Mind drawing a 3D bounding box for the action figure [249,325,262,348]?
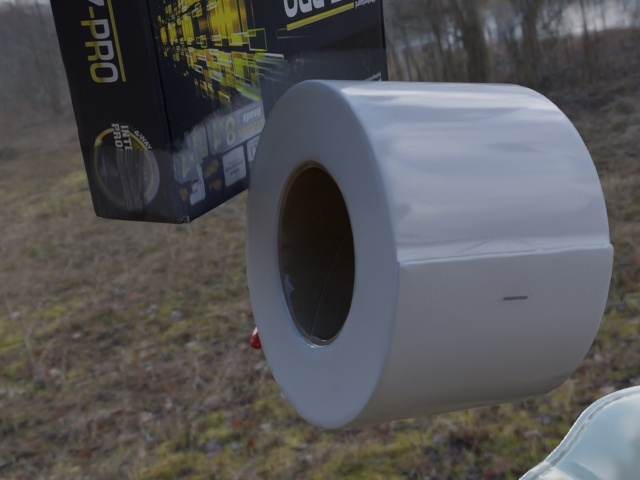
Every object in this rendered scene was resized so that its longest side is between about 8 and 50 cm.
[{"bbox_3d":[0.000,0.000,0.977,0.091,0.280,0.139,26,49,8],"label":"action figure"}]

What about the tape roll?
[{"bbox_3d":[0.065,0.006,0.679,0.169,0.246,0.246,-3,8,-26],"label":"tape roll"}]

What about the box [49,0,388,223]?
[{"bbox_3d":[-0.067,-0.226,0.792,0.097,0.318,0.395,6,23,27],"label":"box"}]

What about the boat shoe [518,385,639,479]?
[{"bbox_3d":[0.253,0.227,0.831,0.305,0.091,0.109,-23,47,-36],"label":"boat shoe"}]
